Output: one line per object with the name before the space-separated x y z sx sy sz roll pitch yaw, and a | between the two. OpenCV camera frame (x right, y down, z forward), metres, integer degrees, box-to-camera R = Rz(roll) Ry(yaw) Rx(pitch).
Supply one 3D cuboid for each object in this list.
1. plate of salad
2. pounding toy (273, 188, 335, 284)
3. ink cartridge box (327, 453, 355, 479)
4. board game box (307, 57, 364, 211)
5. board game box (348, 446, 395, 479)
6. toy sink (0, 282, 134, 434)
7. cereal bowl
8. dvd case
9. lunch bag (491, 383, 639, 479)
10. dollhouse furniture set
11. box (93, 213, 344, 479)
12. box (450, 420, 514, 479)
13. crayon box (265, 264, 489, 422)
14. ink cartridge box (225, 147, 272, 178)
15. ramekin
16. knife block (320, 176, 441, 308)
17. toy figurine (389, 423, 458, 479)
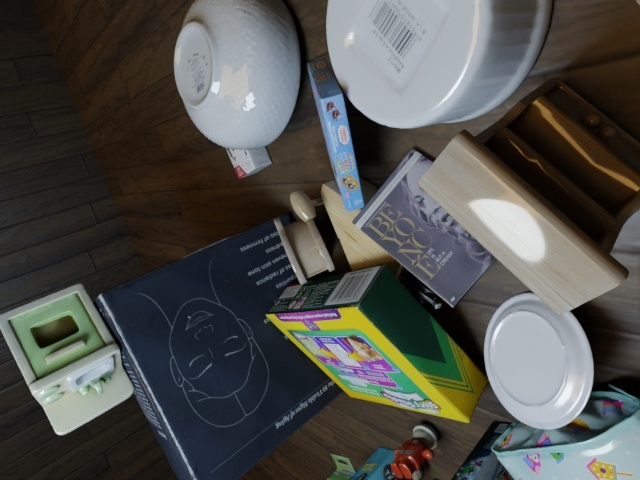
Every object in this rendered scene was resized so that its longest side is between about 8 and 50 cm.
plate of salad | 0.331 0.181 0.628 0.200 0.048 0.199 -173 90 -70
pounding toy | 0.000 0.000 0.875 0.269 0.155 0.154 70 175 -75
ink cartridge box | 0.092 0.831 1.365 0.109 0.062 0.209 -29 88 55
board game box | 0.027 -0.180 0.704 0.160 0.039 0.211 -102 -5 -48
board game box | 0.126 0.753 1.041 0.079 0.336 0.253 -31 88 54
toy sink | -0.488 0.227 0.797 0.234 0.153 0.131 53 144 15
cereal bowl | -0.202 -0.357 0.849 0.339 0.141 0.338 13 109 43
dvd case | 0.181 -0.027 0.661 0.221 0.018 0.164 42 97 26
lunch bag | 0.421 0.335 0.571 0.223 0.160 0.262 52 148 15
dollhouse furniture set | 0.293 -0.157 0.297 0.362 0.257 0.394 46 142 11
box | -0.222 0.253 1.027 0.297 0.480 0.471 -24 92 56
box | 0.307 0.464 0.724 0.044 0.233 0.159 -27 90 53
crayon box | 0.093 0.213 0.845 0.313 0.106 0.363 46 150 -15
ink cartridge box | -0.193 -0.238 1.035 0.099 0.056 0.135 -15 100 53
ramekin | 0.135 -0.285 0.542 0.277 0.135 0.276 28 132 37
knife block | 0.145 -0.012 0.744 0.242 0.088 0.275 -15 100 52
toy figurine | 0.258 0.553 0.917 0.210 0.148 0.212 25 122 32
